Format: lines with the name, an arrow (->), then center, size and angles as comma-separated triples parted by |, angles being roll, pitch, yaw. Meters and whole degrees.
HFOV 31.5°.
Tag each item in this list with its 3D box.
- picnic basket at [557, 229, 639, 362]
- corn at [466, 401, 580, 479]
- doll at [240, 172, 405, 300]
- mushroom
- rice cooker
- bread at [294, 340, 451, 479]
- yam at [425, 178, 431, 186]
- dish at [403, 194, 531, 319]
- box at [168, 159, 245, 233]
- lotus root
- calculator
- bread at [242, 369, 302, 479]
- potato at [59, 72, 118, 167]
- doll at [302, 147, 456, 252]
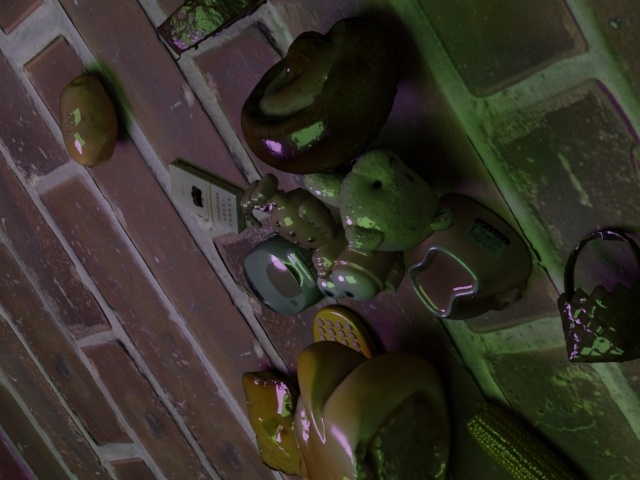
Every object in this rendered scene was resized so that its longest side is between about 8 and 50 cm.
picnic basket -> 0.386, 0.074, 1.528 | 0.128, 0.137, 0.178 | -14, 76, 44
corn -> 0.336, 0.358, 1.848 | 0.238, 0.080, 0.080 | 41, 142, 10
doll -> 0.000, -0.001, 1.773 | 0.278, 0.119, 0.154 | 33, 157, -8
mushroom -> 0.005, -0.200, 1.598 | 0.153, 0.253, 0.253 | 40, 150, -30
rice cooker -> -0.045, 0.046, 1.945 | 0.145, 0.127, 0.206 | 54, 139, -6
bread -> 0.073, 0.377, 1.901 | 0.245, 0.329, 0.424 | 5, 125, 18
yam -> 0.149, -0.056, 1.751 | 0.014, 0.014, 0.107 | 41, 141, 13
dish -> 0.206, 0.044, 1.712 | 0.213, 0.090, 0.213 | 26, 136, 29
box -> -0.210, -0.081, 2.088 | 0.167, 0.024, 0.090 | 26, 136, 29
lotus root -> -0.164, -0.346, 1.719 | 0.260, 0.170, 0.074 | -24, 105, 47
calculator -> 0.055, 0.222, 2.062 | 0.146, 0.032, 0.235 | 7, 123, 43
bread -> -0.072, 0.363, 2.267 | 0.160, 0.088, 0.233 | 4, 121, 38
potato -> -0.436, -0.226, 2.134 | 0.109, 0.118, 0.178 | -4, 108, 8
doll -> 0.067, -0.080, 1.671 | 0.278, 0.175, 0.149 | 33, 136, 59
